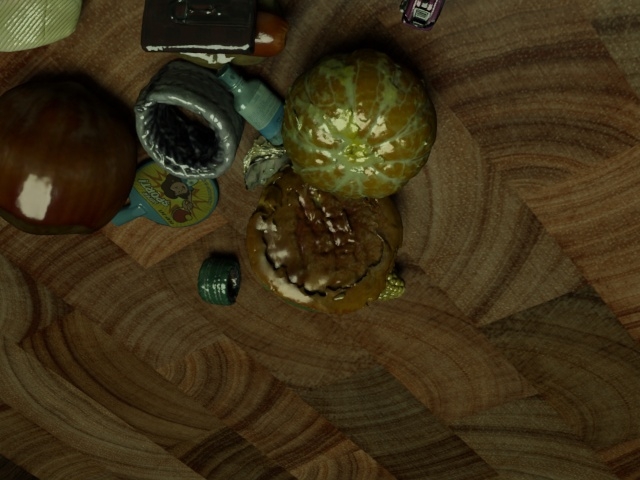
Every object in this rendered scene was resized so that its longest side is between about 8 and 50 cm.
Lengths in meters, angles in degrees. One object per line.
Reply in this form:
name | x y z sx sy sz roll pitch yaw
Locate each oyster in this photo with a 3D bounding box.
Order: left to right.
oyster | -0.106 -0.195 1.865 0.191 0.081 0.163 -22 150 11

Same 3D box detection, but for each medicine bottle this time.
medicine bottle | -0.142 -0.303 1.742 0.208 0.090 0.053 41 158 -30

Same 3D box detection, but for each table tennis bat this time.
table tennis bat | -0.408 -0.108 2.025 0.329 0.044 0.215 -21 126 26

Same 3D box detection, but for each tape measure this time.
tape measure | 0.198 -0.464 1.508 0.074 0.118 0.125 20 116 -4

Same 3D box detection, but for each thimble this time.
thimble | -0.289 -0.268 1.769 0.217 0.157 0.245 -32 120 31
thimble | -0.272 0.110 2.142 0.090 0.118 0.135 7 149 12

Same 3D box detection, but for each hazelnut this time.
hazelnut | -0.609 -0.178 1.826 0.366 0.366 0.366 6 133 7

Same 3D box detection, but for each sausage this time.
sausage | -0.208 -0.424 1.588 0.300 0.083 0.089 6 152 8

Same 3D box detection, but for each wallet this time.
wallet | -0.233 -0.446 1.527 0.229 0.182 0.049 1 172 9

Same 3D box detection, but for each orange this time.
orange | 0.080 -0.241 1.652 0.329 0.249 0.329 1 137 1

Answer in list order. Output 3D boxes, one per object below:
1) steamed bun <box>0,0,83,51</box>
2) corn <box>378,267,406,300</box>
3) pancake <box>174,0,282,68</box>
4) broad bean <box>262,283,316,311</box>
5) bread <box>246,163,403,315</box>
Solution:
steamed bun | -0.612 -0.487 1.604 0.152 0.238 0.170 50 139 21
corn | 0.054 0.061 2.022 0.347 0.130 0.130 23 133 -15
pancake | -0.213 -0.474 1.633 0.294 0.049 0.294 5 134 5
broad bean | -0.054 0.113 2.120 0.169 0.100 0.228 -12 141 32
bread | -0.002 -0.002 1.842 0.358 0.337 0.204 24 166 -13
